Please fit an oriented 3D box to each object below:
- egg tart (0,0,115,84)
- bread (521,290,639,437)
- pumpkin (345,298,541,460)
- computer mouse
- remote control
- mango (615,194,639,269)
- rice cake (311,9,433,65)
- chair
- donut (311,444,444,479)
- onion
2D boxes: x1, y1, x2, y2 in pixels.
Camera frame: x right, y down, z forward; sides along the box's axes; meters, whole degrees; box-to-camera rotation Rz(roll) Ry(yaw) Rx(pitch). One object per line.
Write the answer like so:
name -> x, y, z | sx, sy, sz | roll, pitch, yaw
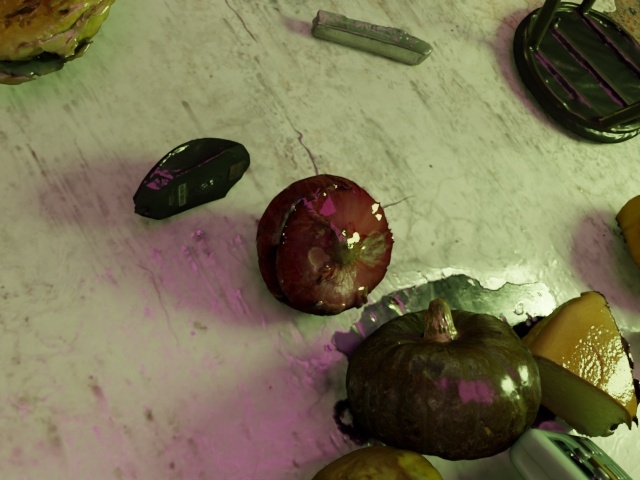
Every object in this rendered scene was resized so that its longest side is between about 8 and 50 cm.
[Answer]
egg tart -> -0.379, -0.325, 0.766 | 0.296, 0.132, 0.297 | 1, 68, -1
bread -> 0.354, 0.173, 0.784 | 0.169, 0.140, 0.160 | -36, 77, -28
pumpkin -> 0.146, 0.148, 0.678 | 0.218, 0.219, 0.163 | -8, 101, -21
computer mouse -> -0.168, -0.085, 0.742 | 0.172, 0.099, 0.057 | -30, 71, -29
remote control -> 0.313, 0.282, 0.659 | 0.296, 0.056, 0.140 | 27, 19, -50
mango -> 0.617, 0.025, 0.926 | 0.257, 0.138, 0.187 | 24, 57, -13
rice cake -> 0.086, -0.330, 0.957 | 0.206, 0.047, 0.036 | 11, 80, -11
chair -> 0.544, -0.388, 0.923 | 0.362, 0.410, 0.365 | -39, 83, -28
donut -> 0.073, 0.342, 0.579 | 0.128, 0.208, 0.262 | -8, 66, -20
onion -> 0.000, 0.000, 0.747 | 0.183, 0.147, 0.184 | -6, 113, -15
